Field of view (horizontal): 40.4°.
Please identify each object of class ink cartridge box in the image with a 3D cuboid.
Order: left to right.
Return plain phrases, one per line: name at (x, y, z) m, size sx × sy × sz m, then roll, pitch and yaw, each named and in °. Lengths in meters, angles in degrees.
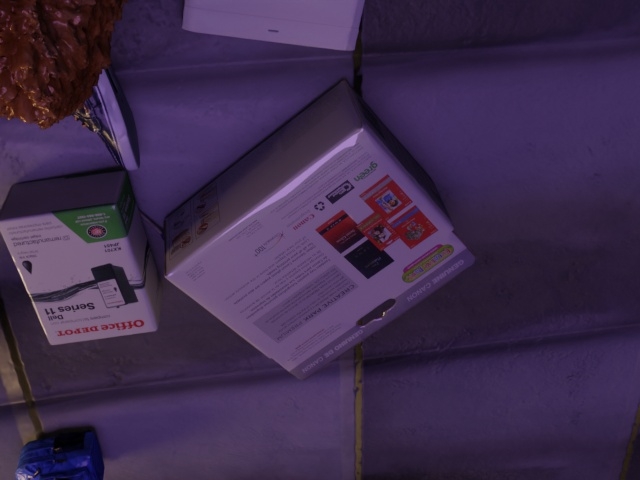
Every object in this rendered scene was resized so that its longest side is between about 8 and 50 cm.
ink cartridge box at (-0.300, 0.026, 1.115) m, size 0.153 × 0.087 × 0.208 m, roll -8°, pitch 127°, yaw 3°
ink cartridge box at (0.000, 0.000, 1.130) m, size 0.309 × 0.130 × 0.272 m, roll -36°, pitch 124°, yaw 15°

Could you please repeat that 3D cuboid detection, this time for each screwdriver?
screwdriver at (-0.217, -0.021, 1.149) m, size 0.025 × 0.024 × 0.170 m, roll -46°, pitch 118°, yaw -14°

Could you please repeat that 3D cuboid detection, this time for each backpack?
backpack at (-0.401, 0.351, 1.325) m, size 0.120 × 0.101 × 0.098 m, roll -5°, pitch 119°, yaw -3°

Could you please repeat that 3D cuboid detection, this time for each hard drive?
hard drive at (-0.032, -0.363, 0.926) m, size 0.203 × 0.040 × 0.307 m, roll 4°, pitch 124°, yaw -13°

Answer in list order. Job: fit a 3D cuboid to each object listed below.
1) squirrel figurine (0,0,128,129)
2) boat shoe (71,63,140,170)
squirrel figurine at (-0.324, -0.228, 0.760) m, size 0.281 × 0.370 × 0.397 m, roll -5°, pitch 165°, yaw 40°
boat shoe at (-0.274, -0.159, 1.015) m, size 0.083 × 0.065 × 0.183 m, roll -14°, pitch 119°, yaw 2°
